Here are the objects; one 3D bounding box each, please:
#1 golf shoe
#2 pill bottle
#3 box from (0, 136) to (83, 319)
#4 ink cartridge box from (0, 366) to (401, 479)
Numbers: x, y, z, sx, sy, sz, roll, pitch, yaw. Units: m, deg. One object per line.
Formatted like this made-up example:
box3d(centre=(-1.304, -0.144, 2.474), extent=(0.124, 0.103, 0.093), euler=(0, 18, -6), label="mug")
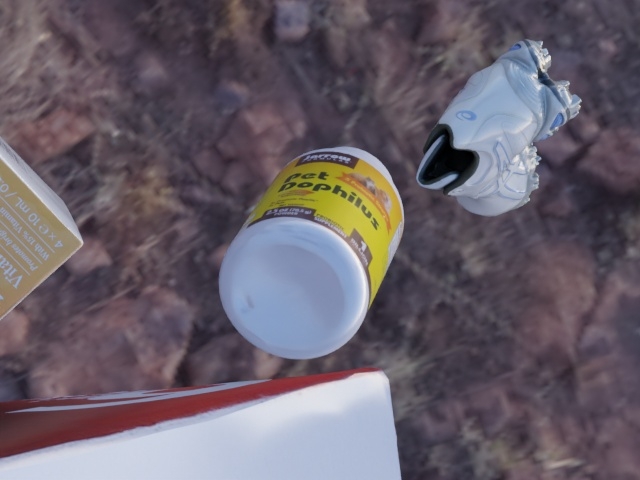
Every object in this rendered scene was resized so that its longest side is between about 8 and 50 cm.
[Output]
box3d(centre=(0.086, -0.053, 1.064), extent=(0.086, 0.176, 0.069), euler=(-30, 73, -16), label="golf shoe")
box3d(centre=(0.000, 0.000, 1.461), extent=(0.117, 0.117, 0.215), euler=(49, 25, -10), label="pill bottle")
box3d(centre=(-0.438, 0.023, 1.792), extent=(0.345, 0.168, 0.215), euler=(-42, 112, -1), label="box")
box3d(centre=(-0.175, 0.113, 0.379), extent=(0.272, 0.309, 0.130), euler=(-7, 89, -57), label="ink cartridge box")
